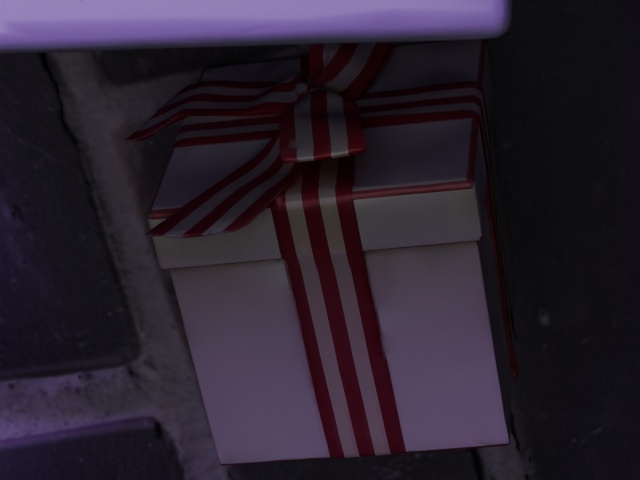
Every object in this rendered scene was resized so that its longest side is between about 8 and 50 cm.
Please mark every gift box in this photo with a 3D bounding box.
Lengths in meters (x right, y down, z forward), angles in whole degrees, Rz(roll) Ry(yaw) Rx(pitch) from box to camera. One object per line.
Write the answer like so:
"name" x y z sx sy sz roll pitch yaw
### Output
"gift box" 0.000 0.000 1.290 0.276 0.255 0.258 -7 120 6

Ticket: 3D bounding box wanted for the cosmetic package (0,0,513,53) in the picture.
"cosmetic package" -0.104 -0.300 0.976 0.394 0.327 0.329 -1 112 -1
